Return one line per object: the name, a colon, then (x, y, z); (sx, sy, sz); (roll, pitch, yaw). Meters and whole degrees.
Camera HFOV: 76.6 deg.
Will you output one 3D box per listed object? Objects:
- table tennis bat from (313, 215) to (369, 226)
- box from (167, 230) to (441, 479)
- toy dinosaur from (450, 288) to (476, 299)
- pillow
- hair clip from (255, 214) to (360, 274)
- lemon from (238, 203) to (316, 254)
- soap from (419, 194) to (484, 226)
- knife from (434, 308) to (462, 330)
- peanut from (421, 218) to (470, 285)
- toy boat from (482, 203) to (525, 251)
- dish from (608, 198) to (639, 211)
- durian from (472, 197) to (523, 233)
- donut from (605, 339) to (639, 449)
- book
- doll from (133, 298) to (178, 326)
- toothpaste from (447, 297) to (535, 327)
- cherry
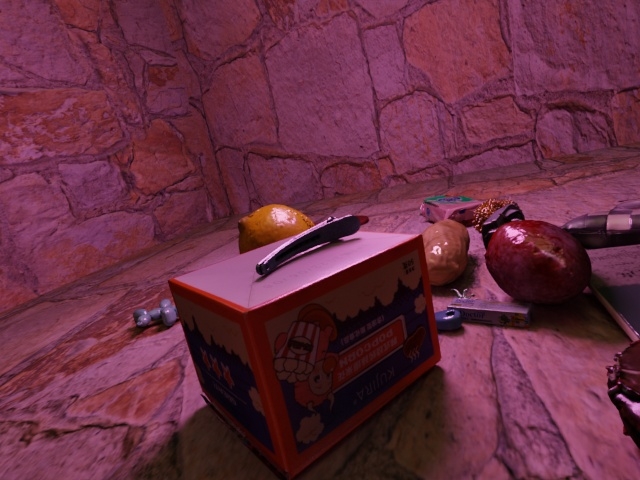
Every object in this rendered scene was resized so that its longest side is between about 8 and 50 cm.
table tennis bat: (0.098, -0.091, 2.106); (0.311, 0.038, 0.200); (-8, 13, 18)
box: (-0.028, 0.147, 0.724); (0.349, 0.256, 0.319); (-21, 17, -36)
toy dinosaur: (0.329, 0.138, 0.935); (0.083, 0.021, 0.062); (2, 32, 45)
pillow: (0.751, -0.023, 1.007); (0.250, 0.105, 0.186); (-1, 0, 43)
hair clip: (-0.027, 0.009, 0.686); (0.070, 0.039, 0.230); (0, 22, 45)
lemon: (-0.130, 0.016, 1.319); (0.258, 0.310, 0.257); (-45, 20, 21)
soap: (0.549, -0.121, 1.663); (0.218, 0.097, 0.273); (-8, 15, -5)
knife: (0.183, 0.182, 0.885); (0.244, 0.032, 0.058); (-11, 21, 28)
peanut: (0.341, 0.033, 1.143); (0.148, 0.147, 0.319); (-7, 19, 25)
toy boat: (0.548, -0.029, 1.163); (0.092, 0.141, 0.320); (-18, 7, 39)
dish: (0.889, -0.068, 1.130); (0.230, 0.081, 0.229); (-12, 13, 3)
durian: (0.593, -0.075, 1.365); (0.158, 0.136, 0.168); (-39, 35, -19)
donut: (0.459, 0.185, 0.423); (0.270, 0.103, 0.269); (-14, 11, 3)
book: (0.657, 0.085, 0.754); (0.265, 0.031, 0.379); (-9, 18, 16)
doll: (-0.495, 0.230, 1.266); (0.160, 0.059, 0.159); (-18, 12, -26)
toothpaste: (0.350, 0.147, 0.841); (0.164, 0.034, 0.046); (-2, 17, 41)
cherry: (0.448, 0.046, 0.832); (0.175, 0.192, 0.249); (-42, 5, 6)
